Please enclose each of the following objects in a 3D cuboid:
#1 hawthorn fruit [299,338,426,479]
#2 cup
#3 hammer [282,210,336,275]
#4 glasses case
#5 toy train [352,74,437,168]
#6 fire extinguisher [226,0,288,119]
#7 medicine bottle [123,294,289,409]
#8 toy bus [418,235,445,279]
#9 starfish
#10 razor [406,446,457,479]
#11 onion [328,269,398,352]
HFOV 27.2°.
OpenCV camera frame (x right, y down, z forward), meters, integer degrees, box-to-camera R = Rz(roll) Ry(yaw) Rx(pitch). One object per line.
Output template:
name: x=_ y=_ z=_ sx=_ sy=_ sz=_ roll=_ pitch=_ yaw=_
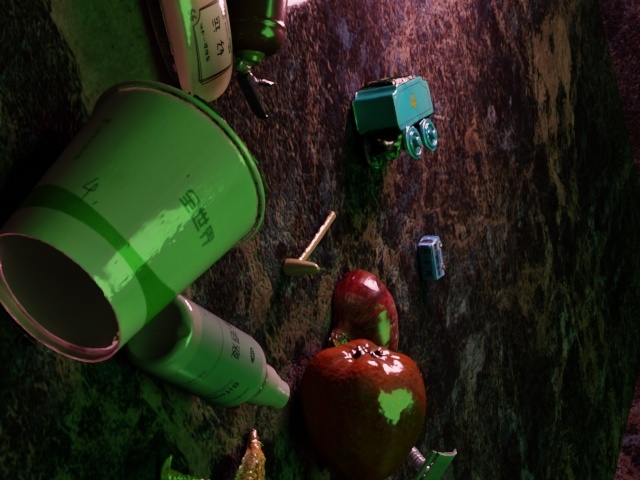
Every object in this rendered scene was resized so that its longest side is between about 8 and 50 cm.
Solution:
hawthorn fruit: x=0.062 y=0.299 z=2.166 sx=0.210 sy=0.210 sz=0.262 roll=-16 pitch=122 yaw=-62
cup: x=-0.232 y=-0.013 z=1.542 sx=0.274 sy=0.253 sz=0.253 roll=-54 pitch=137 yaw=-39
hammer: x=0.000 y=0.000 z=2.180 sx=0.195 sy=0.060 sz=0.028 roll=-57 pitch=138 yaw=-52
glasses case: x=-0.184 y=-0.338 z=1.783 sx=0.122 sy=0.075 sz=0.314 roll=-42 pitch=127 yaw=-51
toy train: x=0.136 y=-0.216 z=2.382 sx=0.198 sy=0.107 sz=0.154 roll=-29 pitch=109 yaw=-60
fire extinguisher: x=-0.088 y=-0.353 z=1.939 sx=0.138 sy=0.102 sz=0.344 roll=16 pitch=76 yaw=-64
medicine bottle: x=-0.138 y=0.173 z=1.849 sx=0.352 sy=0.110 sz=0.110 roll=38 pitch=57 yaw=-57
toy bus: x=0.218 y=0.035 z=2.613 sx=0.046 sy=0.038 sz=0.083 roll=-35 pitch=121 yaw=-54
starfish: x=-0.125 y=0.456 z=1.913 sx=0.347 sy=0.078 sz=0.358 roll=-15 pitch=98 yaw=-67
razor: x=0.122 y=0.334 z=2.266 sx=0.068 sy=0.232 sz=0.106 roll=7 pitch=119 yaw=-49
onion: x=0.083 y=0.158 z=2.293 sx=0.151 sy=0.098 sz=0.206 roll=-30 pitch=117 yaw=-61
